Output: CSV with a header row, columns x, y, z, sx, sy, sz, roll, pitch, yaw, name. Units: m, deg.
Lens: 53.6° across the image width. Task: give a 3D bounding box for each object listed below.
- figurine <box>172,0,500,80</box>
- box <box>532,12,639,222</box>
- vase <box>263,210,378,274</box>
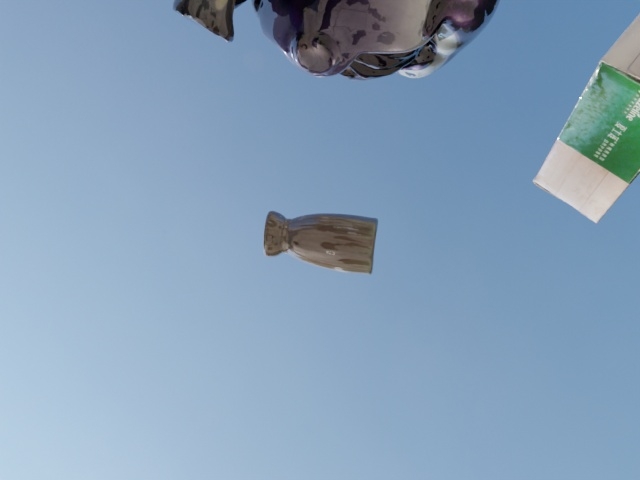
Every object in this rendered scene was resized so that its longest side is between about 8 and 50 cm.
x,y,z,sx,sy,sz,roll,pitch,yaw,name
0.019,-0.186,0.432,0.222,0.145,0.146,10,-73,-27,figurine
0.278,-0.120,0.554,0.081,0.199,0.135,39,-105,15,box
0.000,0.000,0.574,0.100,0.053,0.053,7,-69,5,vase
